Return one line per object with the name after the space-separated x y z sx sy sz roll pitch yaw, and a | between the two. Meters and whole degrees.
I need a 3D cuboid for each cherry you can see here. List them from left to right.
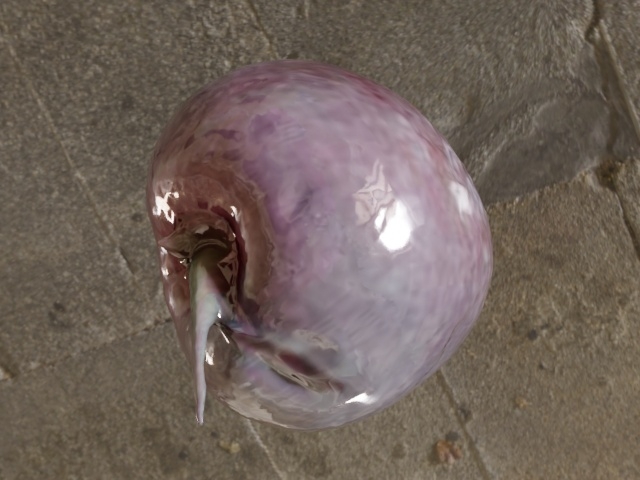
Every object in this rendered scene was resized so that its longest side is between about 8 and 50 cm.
0.000 0.000 0.400 0.183 0.266 0.213 -18 81 39 | cherry
